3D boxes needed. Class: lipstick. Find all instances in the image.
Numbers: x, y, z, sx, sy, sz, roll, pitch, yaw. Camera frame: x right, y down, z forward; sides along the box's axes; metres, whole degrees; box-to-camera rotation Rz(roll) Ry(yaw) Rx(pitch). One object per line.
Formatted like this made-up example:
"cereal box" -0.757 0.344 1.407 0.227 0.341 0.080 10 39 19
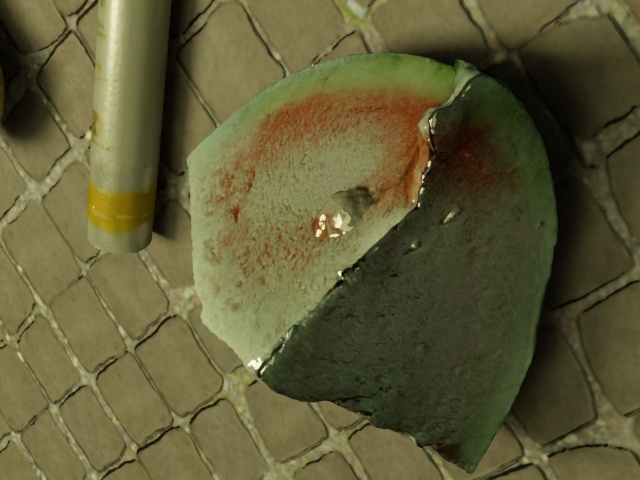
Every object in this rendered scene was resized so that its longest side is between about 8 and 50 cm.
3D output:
"lipstick" -0.155 -0.115 1.007 0.059 0.059 0.264 25 123 28

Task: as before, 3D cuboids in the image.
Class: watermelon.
"watermelon" 0.000 0.000 0.830 0.289 0.213 0.320 32 138 26

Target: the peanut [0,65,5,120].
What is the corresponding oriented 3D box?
"peanut" -0.376 -0.216 1.088 0.147 0.147 0.319 -27 89 43
